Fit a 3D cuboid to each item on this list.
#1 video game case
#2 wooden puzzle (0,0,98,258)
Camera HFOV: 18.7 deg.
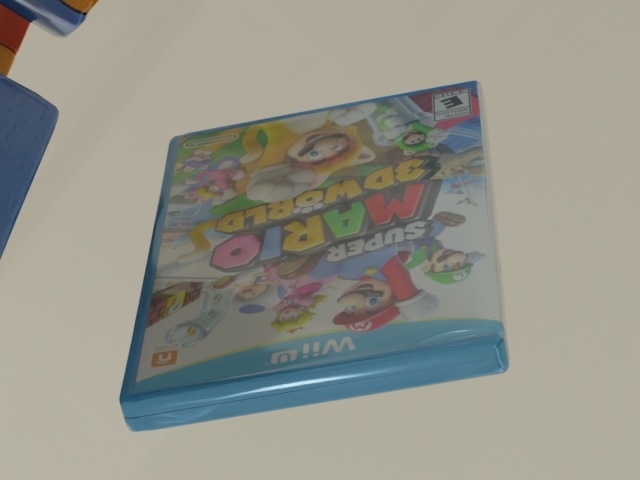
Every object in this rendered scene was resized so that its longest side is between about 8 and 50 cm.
[{"bbox_3d":[0.000,0.000,0.650,0.119,0.166,0.015,-10,121,8],"label":"video game case"},{"bbox_3d":[-0.143,-0.038,0.654,0.080,0.322,0.348,28,141,-14],"label":"wooden puzzle"}]
